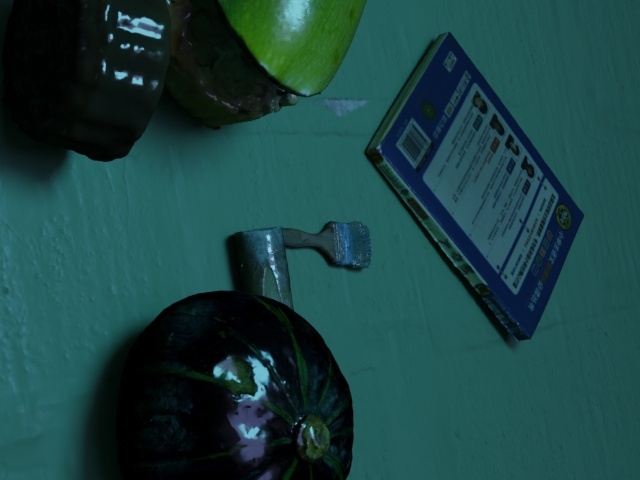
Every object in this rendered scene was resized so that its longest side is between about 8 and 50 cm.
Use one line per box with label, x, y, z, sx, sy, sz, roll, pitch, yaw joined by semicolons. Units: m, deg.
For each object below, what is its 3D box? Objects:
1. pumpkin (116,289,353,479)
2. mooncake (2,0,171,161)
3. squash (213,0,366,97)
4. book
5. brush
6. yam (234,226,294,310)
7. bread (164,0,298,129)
pumpkin;-0.086;0.214;1.416;0.315;0.238;0.315;14;72;-49
mooncake;-0.260;-0.203;1.353;0.124;0.228;0.228;9;73;-36
squash;-0.045;-0.310;1.501;0.233;0.210;0.309;34;67;-38
book;0.263;-0.086;1.993;0.428;0.039;0.300;50;50;-23
brush;0.000;0.000;1.721;0.196;0.021;0.070;7;73;-46
yam;-0.069;0.063;1.597;0.068;0.068;0.169;-3;81;-47
bread;-0.133;-0.271;1.558;0.274;0.149;0.274;24;58;-46
